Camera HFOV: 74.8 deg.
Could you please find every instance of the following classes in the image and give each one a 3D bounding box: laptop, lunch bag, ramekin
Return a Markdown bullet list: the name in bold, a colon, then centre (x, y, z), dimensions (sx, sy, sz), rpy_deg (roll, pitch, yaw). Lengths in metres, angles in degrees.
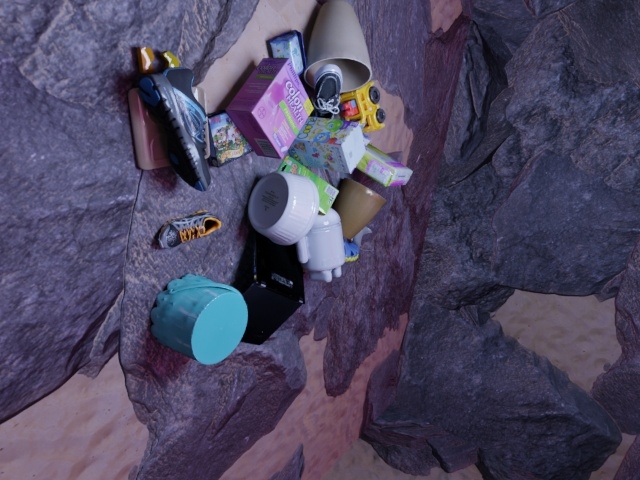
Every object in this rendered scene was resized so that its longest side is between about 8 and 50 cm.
- **laptop**: centre (-0.252, 0.188, 1.719), dimensions (0.382, 0.236, 0.408), rpy_deg (38, 43, -58)
- **lunch bag**: centre (-0.104, -0.664, 1.489), dimensions (0.151, 0.096, 0.129), rpy_deg (-66, 154, -49)
- **ramekin**: centre (-0.146, -0.125, 1.517), dimensions (0.127, 0.272, 0.273), rpy_deg (18, 89, -47)

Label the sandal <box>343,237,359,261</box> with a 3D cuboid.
- **sandal**: centre (0.102, 0.039, 2.127), dimensions (0.317, 0.126, 0.138), rpy_deg (-10, 108, -58)

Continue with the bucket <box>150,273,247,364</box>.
- **bucket**: centre (-0.385, 0.257, 1.372), dimensions (0.281, 0.183, 0.281), rpy_deg (-32, 130, -48)

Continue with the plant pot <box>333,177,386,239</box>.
- **plant pot**: centre (0.159, -0.140, 2.055), dimensions (0.254, 0.237, 0.237), rpy_deg (-61, 149, 2)

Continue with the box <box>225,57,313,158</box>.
- **box**: centre (-0.159, -0.435, 1.388), dimensions (0.243, 0.117, 0.213), rpy_deg (-62, 146, -21)

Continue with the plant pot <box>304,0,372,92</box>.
- **plant pot**: centre (0.064, -0.752, 1.594), dimensions (0.256, 0.256, 0.274), rpy_deg (11, 77, -59)

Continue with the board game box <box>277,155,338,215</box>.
- **board game box**: centre (-0.059, -0.221, 1.694), dimensions (0.259, 0.039, 0.124), rpy_deg (34, 70, -17)

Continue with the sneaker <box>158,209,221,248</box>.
- **sneaker**: centre (-0.404, -0.035, 1.303), dimensions (0.215, 0.083, 0.084), rpy_deg (-38, 136, -43)

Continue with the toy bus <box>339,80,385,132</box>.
- **toy bus**: centre (0.171, -0.575, 1.878), dimensions (0.211, 0.149, 0.220), rpy_deg (-41, 118, -41)

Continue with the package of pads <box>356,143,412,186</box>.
- **package of pads**: centre (0.272, -0.371, 2.036), dimensions (0.229, 0.296, 0.101), rpy_deg (-14, 136, -56)

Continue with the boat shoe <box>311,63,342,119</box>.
- **boat shoe**: centre (0.019, -0.536, 1.615), dimensions (0.306, 0.113, 0.105), rpy_deg (120, -32, -65)

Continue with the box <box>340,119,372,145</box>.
- **box**: centre (0.160, -0.502, 1.971), dimensions (0.042, 0.109, 0.178), rpy_deg (-49, 158, 25)

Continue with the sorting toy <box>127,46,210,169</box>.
- **sorting toy**: centre (-0.421, -0.366, 1.166), dimensions (0.229, 0.041, 0.307), rpy_deg (-24, 124, -47)

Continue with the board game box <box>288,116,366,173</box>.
- **board game box**: centre (0.016, -0.377, 1.631), dimensions (0.142, 0.275, 0.144), rpy_deg (-57, 145, -26)

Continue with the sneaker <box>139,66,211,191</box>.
- **sneaker**: centre (-0.354, -0.295, 1.145), dimensions (0.139, 0.125, 0.341), rpy_deg (-43, 138, -36)

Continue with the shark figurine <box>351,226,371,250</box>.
- **shark figurine**: centre (0.221, -0.030, 2.251), dimensions (0.166, 0.116, 0.278), rpy_deg (-69, 153, -57)

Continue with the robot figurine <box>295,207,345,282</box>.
- **robot figurine**: centre (0.000, 0.000, 1.823), dimensions (0.300, 0.199, 0.354), rpy_deg (-24, 109, -51)

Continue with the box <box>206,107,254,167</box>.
- **box**: centre (-0.282, -0.356, 1.383), dimensions (0.233, 0.044, 0.159), rpy_deg (-40, 135, -43)

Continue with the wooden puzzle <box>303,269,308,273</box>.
- **wooden puzzle**: centre (-0.069, 0.131, 1.942), dimensions (0.116, 0.014, 0.078), rpy_deg (-35, 146, -5)
